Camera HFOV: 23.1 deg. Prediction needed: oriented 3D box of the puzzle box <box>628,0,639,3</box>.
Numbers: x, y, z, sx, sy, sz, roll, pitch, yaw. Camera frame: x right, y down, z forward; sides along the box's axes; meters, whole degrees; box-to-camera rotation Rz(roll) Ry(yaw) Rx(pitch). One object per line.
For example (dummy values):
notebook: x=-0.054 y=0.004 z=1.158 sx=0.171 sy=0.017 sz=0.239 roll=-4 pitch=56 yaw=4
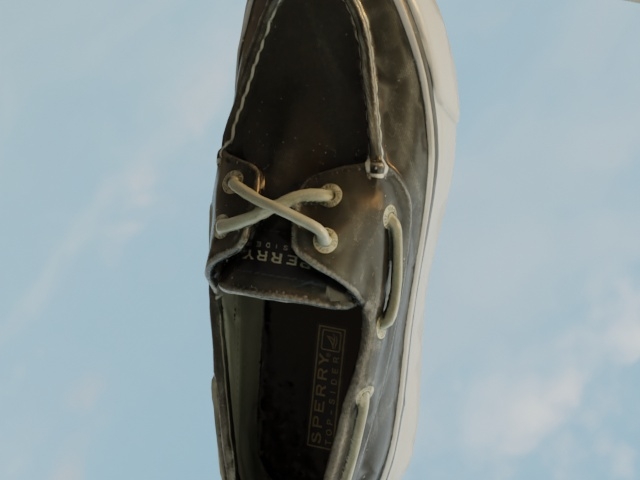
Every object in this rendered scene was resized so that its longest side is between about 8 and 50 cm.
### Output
puzzle box: x=0.196 y=-0.276 z=0.710 sx=0.409 sy=0.272 sz=0.052 roll=-53 pitch=-132 yaw=39

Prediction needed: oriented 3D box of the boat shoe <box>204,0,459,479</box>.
boat shoe: x=0.000 y=0.000 z=0.530 sx=0.077 sy=0.219 sz=0.070 roll=4 pitch=-166 yaw=23
